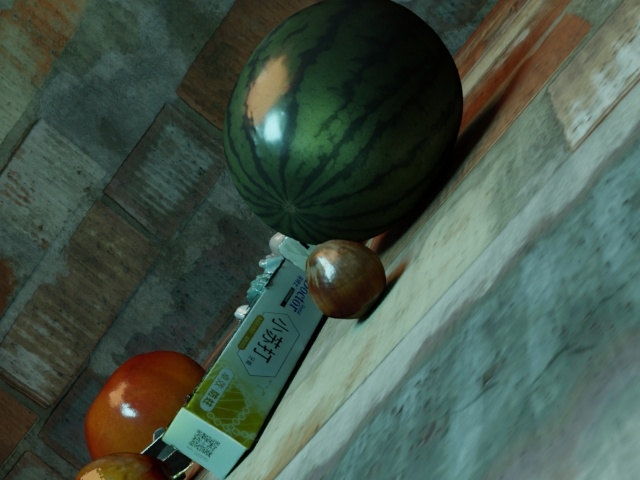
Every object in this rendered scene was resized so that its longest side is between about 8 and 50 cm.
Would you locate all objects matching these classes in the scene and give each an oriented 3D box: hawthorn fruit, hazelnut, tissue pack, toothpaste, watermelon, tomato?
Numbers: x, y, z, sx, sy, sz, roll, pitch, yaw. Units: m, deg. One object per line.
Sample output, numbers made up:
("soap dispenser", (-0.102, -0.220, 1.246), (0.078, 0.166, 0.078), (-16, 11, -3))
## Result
("hawthorn fruit", (-0.214, 0.302, 1.048), (0.125, 0.140, 0.125), (-179, 90, -80))
("hazelnut", (0.022, 0.038, 0.894), (0.086, 0.086, 0.086), (-51, 3, 4))
("tissue pack", (0.000, 0.001, 1.385), (0.090, 0.103, 0.170), (-43, 6, 13))
("toothpaste", (-0.073, 0.137, 1.071), (0.071, 0.089, 0.313), (-58, 0, 34))
("watermelon", (0.034, -0.155, 1.135), (0.279, 0.279, 0.359), (-48, 3, 47))
("tomato", (-0.297, 0.301, 1.562), (0.260, 0.180, 0.260), (-54, 4, 5))

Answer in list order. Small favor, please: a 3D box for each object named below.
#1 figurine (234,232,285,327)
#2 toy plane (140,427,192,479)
("figurine", (-0.052, 0.046, 1.516), (0.245, 0.110, 0.138), (-59, -19, -19))
("toy plane", (-0.270, 0.340, 1.142), (0.267, 0.088, 0.212), (-32, -25, -39))
